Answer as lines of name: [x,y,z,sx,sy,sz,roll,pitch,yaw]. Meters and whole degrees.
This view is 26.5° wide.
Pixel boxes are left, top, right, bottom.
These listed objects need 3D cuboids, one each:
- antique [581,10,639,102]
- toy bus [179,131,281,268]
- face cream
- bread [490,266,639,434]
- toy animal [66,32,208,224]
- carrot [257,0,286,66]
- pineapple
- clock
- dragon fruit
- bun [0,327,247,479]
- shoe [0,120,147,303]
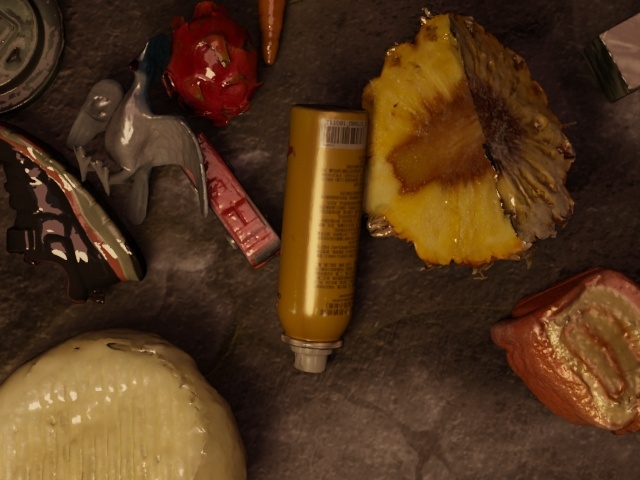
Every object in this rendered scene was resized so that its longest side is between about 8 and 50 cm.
antique: [0.410,-0.243,1.790,0.088,0.183,0.086,-29,89,3]
toy bus: [-0.124,-0.054,1.811,0.065,0.077,0.192,-36,85,-1]
face cream: [0.000,0.000,1.774,0.104,0.105,0.349,4,99,-1]
bread: [0.368,0.153,1.784,0.190,0.123,0.244,-40,88,-6]
toy animal: [-0.231,-0.133,1.763,0.239,0.255,0.176,33,60,26]
carrot: [-0.064,-0.404,1.855,0.069,0.069,0.336,-1,88,-2]
pineapple: [0.178,-0.103,1.804,0.209,0.286,0.344,-6,74,-43]
clock: [-0.456,-0.275,1.838,0.225,0.049,0.226,0,86,-2]
dragon fruit: [-0.144,-0.239,1.801,0.136,0.133,0.166,-3,82,1]
bun: [-0.260,0.283,1.705,0.359,0.211,0.360,-4,71,12]
shoe: [-0.360,-0.032,1.791,0.137,0.114,0.291,-40,90,1]
